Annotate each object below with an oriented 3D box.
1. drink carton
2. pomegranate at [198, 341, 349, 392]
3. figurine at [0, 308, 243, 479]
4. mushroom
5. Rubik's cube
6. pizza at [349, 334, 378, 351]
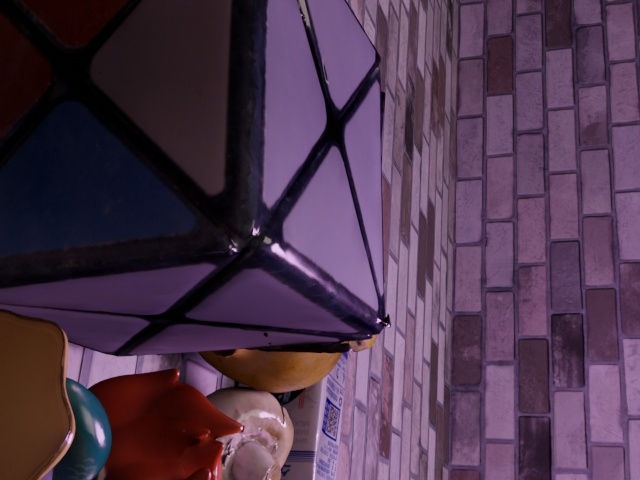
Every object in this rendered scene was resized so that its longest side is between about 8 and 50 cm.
[{"bbox_3d":[-0.049,0.283,1.155,0.106,0.131,0.314,54,38,-58],"label":"drink carton"},{"bbox_3d":[-0.059,0.069,1.036,0.233,0.233,0.233,-3,90,-71],"label":"pomegranate"},{"bbox_3d":[-0.182,0.181,0.679,0.208,0.181,0.257,-59,148,-21],"label":"figurine"},{"bbox_3d":[-0.098,0.248,1.023,0.154,0.122,0.154,-28,134,-34],"label":"mushroom"},{"bbox_3d":[-0.125,-0.076,0.738,0.310,0.305,0.306,41,46,-61],"label":"Rubik's cube"},{"bbox_3d":[0.000,0.000,1.175,0.086,0.226,0.335,-31,92,-29],"label":"pizza"}]
